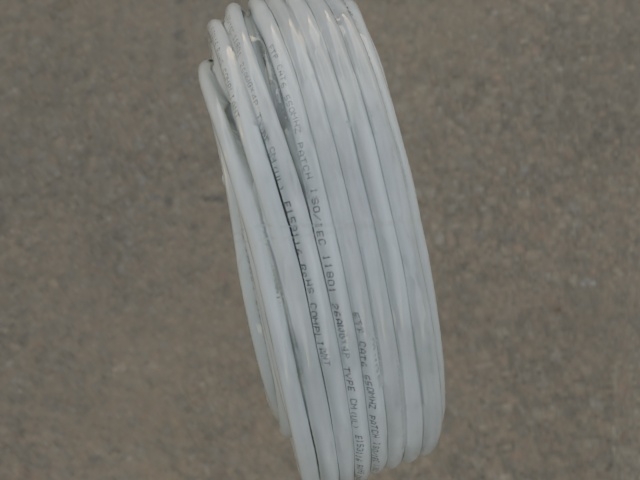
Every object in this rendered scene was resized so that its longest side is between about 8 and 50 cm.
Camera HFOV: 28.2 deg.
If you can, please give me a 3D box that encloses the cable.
[{"bbox_3d":[0.000,0.000,0.659,0.089,0.257,0.257,-12,78,-3],"label":"cable"}]
